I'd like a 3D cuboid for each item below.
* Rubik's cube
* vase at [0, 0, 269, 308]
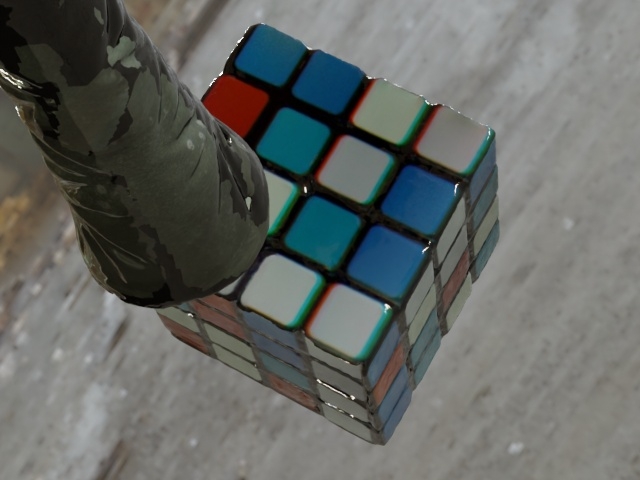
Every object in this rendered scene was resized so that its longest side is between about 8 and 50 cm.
[{"bbox_3d":[0.000,0.000,0.851,0.151,0.155,0.154,-58,-16,-15],"label":"Rubik's cube"},{"bbox_3d":[-0.058,-0.043,0.362,0.059,0.059,0.167,-60,-23,-17],"label":"vase"}]
